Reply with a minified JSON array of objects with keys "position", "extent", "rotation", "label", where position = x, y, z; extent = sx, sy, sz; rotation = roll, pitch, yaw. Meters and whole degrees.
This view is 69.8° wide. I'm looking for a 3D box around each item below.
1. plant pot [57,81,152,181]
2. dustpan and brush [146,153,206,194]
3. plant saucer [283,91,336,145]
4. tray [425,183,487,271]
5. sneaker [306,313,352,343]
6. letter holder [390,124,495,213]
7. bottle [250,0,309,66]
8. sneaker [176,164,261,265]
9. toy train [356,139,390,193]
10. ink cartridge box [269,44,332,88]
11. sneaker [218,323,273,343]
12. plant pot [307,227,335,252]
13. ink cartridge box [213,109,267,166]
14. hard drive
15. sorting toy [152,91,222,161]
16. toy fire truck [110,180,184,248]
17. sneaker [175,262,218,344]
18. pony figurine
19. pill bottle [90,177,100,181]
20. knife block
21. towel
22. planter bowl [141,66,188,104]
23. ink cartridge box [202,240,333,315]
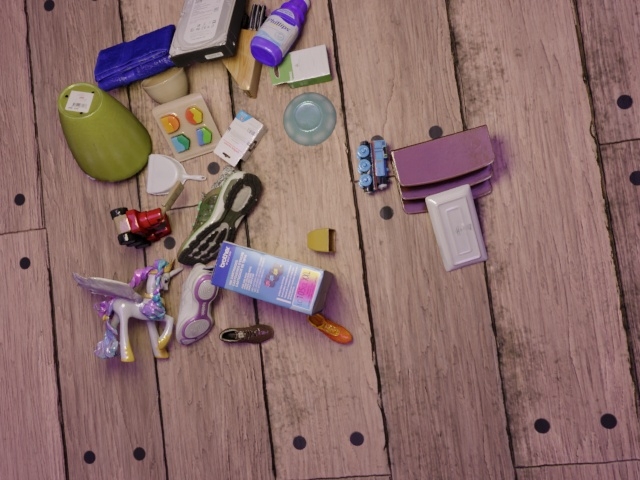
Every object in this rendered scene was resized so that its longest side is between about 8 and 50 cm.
[{"position":[-0.750,-0.386,1.553],"extent":[0.274,0.293,0.275],"rotation":[1,71,-4],"label":"plant pot"},{"position":[-0.524,-0.236,1.676],"extent":[0.211,0.060,0.147],"rotation":[5,91,16],"label":"dustpan and brush"},{"position":[-0.041,-0.433,1.616],"extent":[0.195,0.037,0.195],"rotation":[0,88,8],"label":"plant saucer"},{"position":[0.444,-0.033,1.481],"extent":[0.145,0.030,0.270],"rotation":[-18,106,7],"label":"tray"},{"position":[0.026,0.300,1.558],"extent":[0.175,0.067,0.064],"rotation":[28,90,7],"label":"sneaker"},{"position":[0.398,-0.215,1.483],"extent":[0.302,0.152,0.214],"rotation":[-14,87,8],"label":"letter holder"},{"position":[-0.130,-0.732,1.579],"extent":[0.118,0.092,0.283],"rotation":[28,71,5],"label":"bottle"},{"position":[-0.379,-0.093,1.627],"extent":[0.410,0.158,0.182],"rotation":[-52,51,5],"label":"sneaker"},{"position":[0.179,-0.251,1.555],"extent":[0.105,0.080,0.184],"rotation":[-5,87,2],"label":"toy train"},{"position":[-0.071,-0.604,1.614],"extent":[0.209,0.062,0.109],"rotation":[-9,86,8],"label":"ink cartridge box"},{"position":[-0.261,0.333,1.597],"extent":[0.188,0.071,0.066],"rotation":[-8,86,9],"label":"sneaker"},{"position":[0.000,0.000,1.571],"extent":[0.083,0.081,0.081],"rotation":[0,88,19],"label":"plant pot"},{"position":[-0.286,-0.357,1.636],"extent":[0.104,0.060,0.180],"rotation":[36,93,8],"label":"ink cartridge box"},{"position":[-0.383,-0.769,1.590],"extent":[0.237,0.064,0.339],"rotation":[-1,67,23],"label":"hard drive"},{"position":[-0.472,-0.399,1.634],"extent":[0.193,0.038,0.208],"rotation":[-16,117,8],"label":"sorting toy"},{"position":[-0.572,-0.088,1.598],"extent":[0.246,0.217,0.158],"rotation":[-18,84,-3],"label":"toy fire truck"},{"position":[-0.440,0.223,1.624],"extent":[0.152,0.114,0.305],"rotation":[43,116,51],"label":"sneaker"},{"position":[-0.666,0.227,1.590],"extent":[0.351,0.303,0.363],"rotation":[6,84,-23],"label":"pony figurine"},{"position":[-0.828,-0.243,1.702],"extent":[0.043,0.083,0.043],"rotation":[0,88,9],"label":"pill bottle"},{"position":[-0.239,-0.685,1.630],"extent":[0.242,0.088,0.276],"rotation":[-35,82,6],"label":"knife block"},{"position":[-0.666,-0.671,1.660],"extent":[0.308,0.076,0.228],"rotation":[-17,57,7],"label":"towel"},{"position":[-0.541,-0.542,1.643],"extent":[0.162,0.109,0.162],"rotation":[-13,41,12],"label":"planter bowl"},{"position":[-0.175,0.114,1.493],"extent":[0.395,0.270,0.151],"rotation":[18,86,9],"label":"ink cartridge box"}]
